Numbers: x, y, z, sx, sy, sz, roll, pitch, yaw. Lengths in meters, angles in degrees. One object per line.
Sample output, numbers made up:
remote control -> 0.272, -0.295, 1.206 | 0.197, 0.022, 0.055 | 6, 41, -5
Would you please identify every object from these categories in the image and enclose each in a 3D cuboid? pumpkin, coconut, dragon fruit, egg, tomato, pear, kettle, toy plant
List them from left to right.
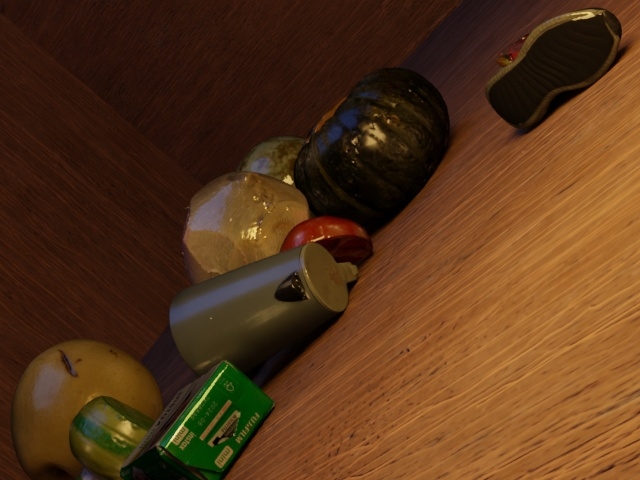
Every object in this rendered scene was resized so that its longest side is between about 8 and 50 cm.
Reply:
pear -> -0.454, 0.351, 2.228 | 0.309, 0.309, 0.309 | -48, 7, 8
toy plant -> -0.379, 0.426, 1.898 | 0.315, 0.184, 0.224 | -60, 26, -6
coconut -> -0.123, -0.008, 1.926 | 0.227, 0.227, 0.230 | -57, -33, -47
kettle -> -0.072, 0.101, 1.755 | 0.243, 0.159, 0.211 | -26, -12, 24
egg -> -0.070, -0.092, 2.445 | 0.238, 0.238, 0.289 | -52, -13, -22
tomato -> 0.000, 0.000, 1.809 | 0.156, 0.069, 0.155 | -14, -22, -6
pumpkin -> 0.088, -0.160, 1.976 | 0.320, 0.192, 0.320 | -45, 6, 6
dragon fruit -> 0.326, -0.266, 1.628 | 0.126, 0.068, 0.112 | -38, 16, -35

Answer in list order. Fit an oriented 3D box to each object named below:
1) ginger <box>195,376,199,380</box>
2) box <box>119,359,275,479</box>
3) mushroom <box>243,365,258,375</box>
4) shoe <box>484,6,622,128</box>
ginger -> -0.236, 0.298, 2.164 | 0.137, 0.044, 0.057 | -52, 25, -10
box -> -0.182, 0.283, 1.656 | 0.180, 0.103, 0.250 | -52, 8, -29
mushroom -> -0.132, 0.130, 2.090 | 0.177, 0.126, 0.397 | -59, 5, 12
shoe -> 0.306, -0.236, 1.474 | 0.112, 0.099, 0.227 | -45, 2, -39
